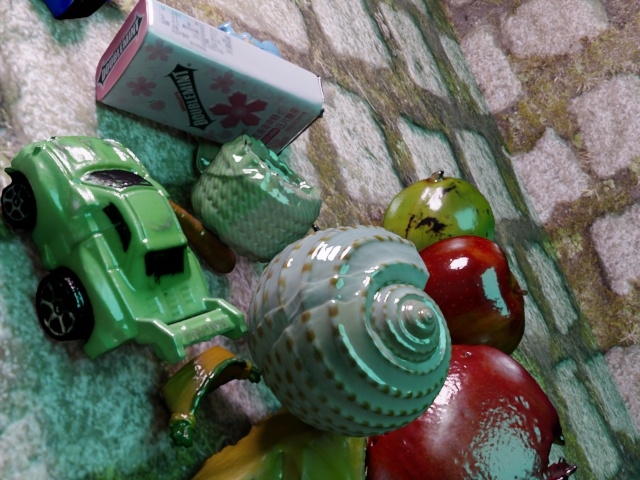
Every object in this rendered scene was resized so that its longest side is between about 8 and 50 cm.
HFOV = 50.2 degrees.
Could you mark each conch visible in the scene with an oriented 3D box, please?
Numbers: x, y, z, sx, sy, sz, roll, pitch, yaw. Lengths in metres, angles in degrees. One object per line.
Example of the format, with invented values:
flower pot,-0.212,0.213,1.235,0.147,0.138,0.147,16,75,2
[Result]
conch,0.010,0.124,0.943,0.215,0.319,0.303,16,56,-62

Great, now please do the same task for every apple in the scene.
apple,0.274,0.138,1.411,0.288,0.316,0.288,45,32,-38

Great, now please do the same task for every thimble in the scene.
thimble,-0.104,-0.070,1.180,0.219,0.150,0.219,39,13,-11

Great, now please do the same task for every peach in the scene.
peach,0.232,0.396,1.178,0.352,0.339,0.417,11,47,-3

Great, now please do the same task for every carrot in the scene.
carrot,-0.204,-0.014,1.109,0.216,0.048,0.048,51,31,-43

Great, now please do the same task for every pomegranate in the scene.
pomegranate,0.277,0.007,1.615,0.260,0.260,0.341,-8,96,-55

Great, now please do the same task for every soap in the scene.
soap,-0.066,0.293,0.993,0.304,0.169,0.339,48,33,-35

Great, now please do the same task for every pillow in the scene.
pillow,-0.188,-0.192,1.318,0.130,0.033,0.218,20,50,-39

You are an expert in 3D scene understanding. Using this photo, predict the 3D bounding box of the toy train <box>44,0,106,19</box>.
toy train,-0.402,-0.463,1.194,0.131,0.082,0.204,58,35,-3

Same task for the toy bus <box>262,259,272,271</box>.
toy bus,0.000,0.102,1.241,0.330,0.152,0.144,-5,64,-57

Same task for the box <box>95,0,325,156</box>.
box,-0.182,-0.265,1.202,0.369,0.190,0.112,15,53,-36

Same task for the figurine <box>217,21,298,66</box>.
figurine,-0.139,-0.346,1.390,0.262,0.153,0.180,45,20,-43

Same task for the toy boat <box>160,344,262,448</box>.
toy boat,-0.163,0.217,0.983,0.088,0.089,0.229,41,25,9

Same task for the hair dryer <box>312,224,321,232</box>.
hair dryer,0.000,0.000,1.440,0.083,0.031,0.079,48,41,7

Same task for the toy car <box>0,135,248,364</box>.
toy car,-0.267,0.010,0.931,0.213,0.176,0.359,-11,74,-57
